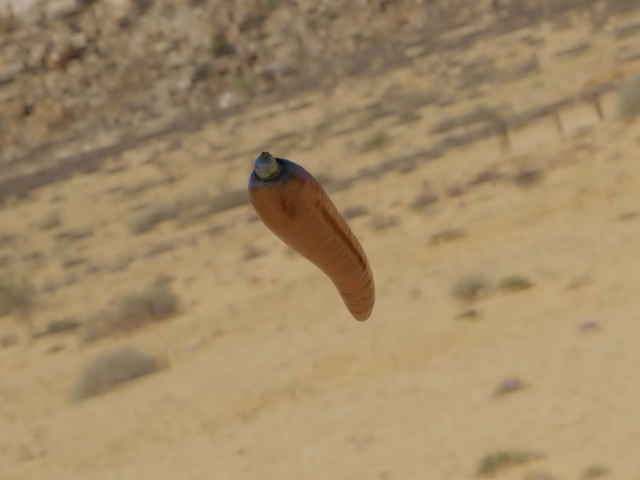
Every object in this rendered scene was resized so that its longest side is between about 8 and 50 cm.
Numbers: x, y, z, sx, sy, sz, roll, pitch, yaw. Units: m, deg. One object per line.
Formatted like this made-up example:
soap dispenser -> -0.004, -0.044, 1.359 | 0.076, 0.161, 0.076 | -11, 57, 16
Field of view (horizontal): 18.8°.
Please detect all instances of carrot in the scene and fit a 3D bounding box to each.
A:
carrot -> 0.000, 0.000, 0.997 | 0.035, 0.035, 0.142 | -17, -43, 20
